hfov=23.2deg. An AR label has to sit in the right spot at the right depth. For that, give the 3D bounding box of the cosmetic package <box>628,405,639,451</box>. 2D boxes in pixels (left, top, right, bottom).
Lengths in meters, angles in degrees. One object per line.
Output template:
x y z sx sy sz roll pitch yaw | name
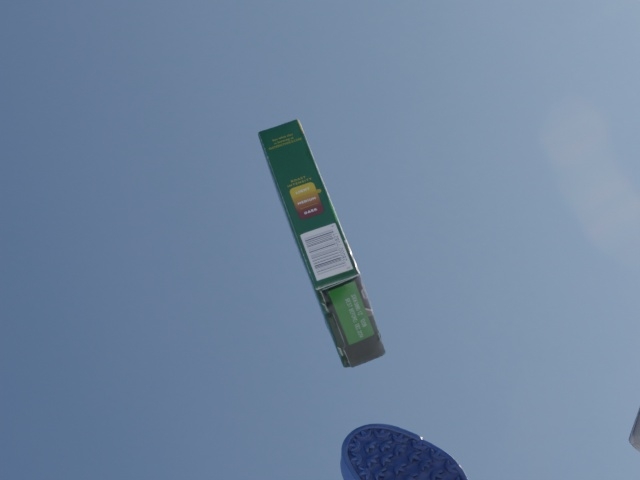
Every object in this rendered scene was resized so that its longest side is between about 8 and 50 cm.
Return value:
0.216 -0.009 0.573 0.107 0.127 0.238 34 -116 -26 | cosmetic package

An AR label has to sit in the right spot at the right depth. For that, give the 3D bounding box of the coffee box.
0.000 0.000 1.275 0.040 0.184 0.113 -21 -42 -1 | coffee box

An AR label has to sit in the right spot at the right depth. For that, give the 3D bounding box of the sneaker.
0.103 0.235 1.170 0.081 0.232 0.090 -35 -28 -36 | sneaker
